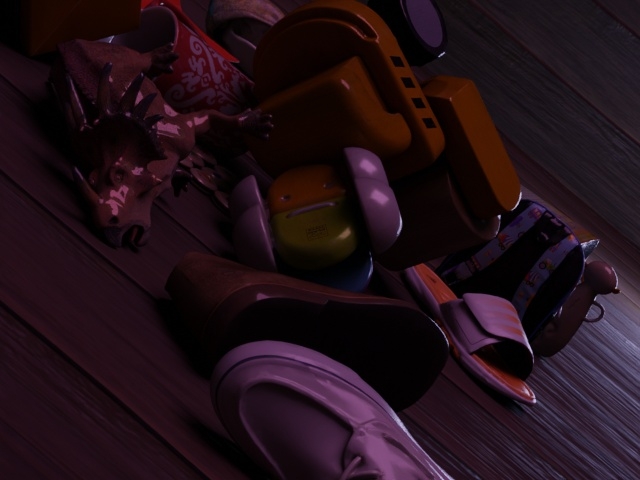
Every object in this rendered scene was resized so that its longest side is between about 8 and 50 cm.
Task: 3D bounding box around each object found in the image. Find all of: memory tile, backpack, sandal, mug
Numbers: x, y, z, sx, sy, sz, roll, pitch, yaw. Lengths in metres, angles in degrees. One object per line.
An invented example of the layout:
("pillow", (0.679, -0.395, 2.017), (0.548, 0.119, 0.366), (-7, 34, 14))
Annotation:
("memory tile", (-0.099, -0.053, 1.531), (0.148, 0.012, 0.113), (43, 14, 9))
("backpack", (0.252, 0.036, 1.835), (0.158, 0.173, 0.117), (43, 14, 15))
("sandal", (0.182, 0.086, 1.697), (0.102, 0.076, 0.265), (27, 19, -42))
("mug", (-0.136, -0.182, 1.583), (0.113, 0.150, 0.169), (-1, -24, 42))

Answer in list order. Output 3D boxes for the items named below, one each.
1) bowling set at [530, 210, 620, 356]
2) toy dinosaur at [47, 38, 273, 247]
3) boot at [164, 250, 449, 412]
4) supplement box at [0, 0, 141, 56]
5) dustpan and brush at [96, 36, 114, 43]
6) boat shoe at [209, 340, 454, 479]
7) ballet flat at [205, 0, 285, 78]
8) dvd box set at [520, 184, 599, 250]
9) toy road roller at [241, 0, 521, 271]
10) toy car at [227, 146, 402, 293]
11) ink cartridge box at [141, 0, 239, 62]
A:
("bowling set", (0.289, 0.018, 2.027), (0.287, 0.154, 0.200), (44, 15, 14))
("toy dinosaur", (-0.187, -0.120, 1.301), (0.200, 0.127, 0.296), (11, 26, -50))
("boot", (-0.004, 0.071, 1.226), (0.305, 0.112, 0.115), (21, 13, -47))
("supplement box", (-0.280, -0.331, 1.471), (0.129, 0.191, 0.194), (-20, 51, -29))
("dustpan and brush", (-0.244, -0.251, 1.606), (0.211, 0.060, 0.147), (2, 45, -23))
("boat shoe", (0.032, 0.176, 1.013), (0.267, 0.096, 0.088), (46, 8, -13))
("ballet flat", (-0.028, -0.241, 2.131), (0.349, 0.123, 0.123), (37, 14, -14))
("dvd box set", (0.260, -0.094, 2.391), (0.420, 0.062, 0.308), (36, 12, 12))
("toy road roller", (0.048, -0.103, 1.566), (0.329, 0.203, 0.240), (62, 32, -12))
("toy car", (0.000, 0.000, 1.412), (0.182, 0.159, 0.136), (-106, 180, -65))
("ink cartridge box", (-0.288, -0.378, 1.795), (0.385, 0.091, 0.308), (46, 24, 26))
